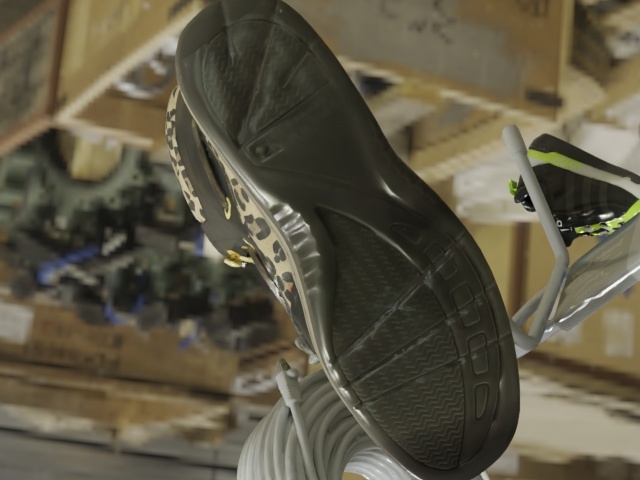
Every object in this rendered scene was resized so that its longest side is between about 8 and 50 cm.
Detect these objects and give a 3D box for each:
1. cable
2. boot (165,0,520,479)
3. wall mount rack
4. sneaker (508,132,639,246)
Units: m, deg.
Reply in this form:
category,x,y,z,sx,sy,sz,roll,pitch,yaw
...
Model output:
category,x,y,z,sx,sy,sz,roll,pitch,yaw
cable,0.046,0.236,1.464,0.257,0.257,0.089,25,136,-28
boot,0.000,0.000,1.273,0.138,0.377,0.284,-35,-174,-9
wall mount rack,0.251,-0.058,1.454,0.130,0.304,0.350,45,120,-9
sneaker,0.289,-0.029,1.717,0.084,0.097,0.234,24,-175,-43
